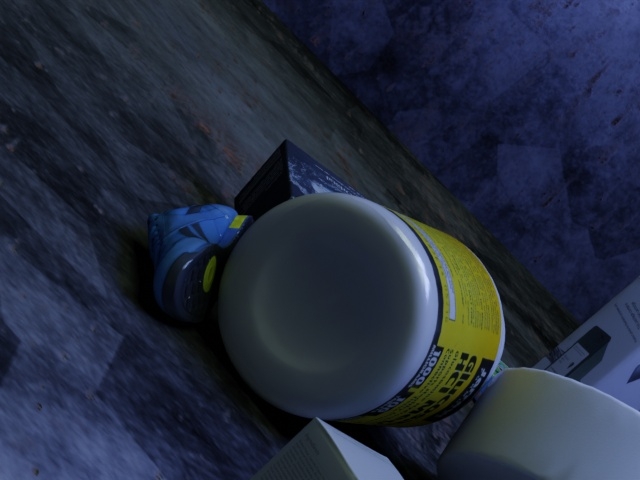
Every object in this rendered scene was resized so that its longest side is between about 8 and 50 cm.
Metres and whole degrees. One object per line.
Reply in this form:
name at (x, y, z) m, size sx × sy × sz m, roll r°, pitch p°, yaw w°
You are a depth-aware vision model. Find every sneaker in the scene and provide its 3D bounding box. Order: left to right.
sneaker at (-0.119, 0.015, 1.649) m, size 0.082 × 0.069 × 0.209 m, roll 15°, pitch 17°, yaw 8°

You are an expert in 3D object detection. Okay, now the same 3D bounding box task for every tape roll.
tape roll at (0.246, 0.237, 1.772) m, size 0.286 × 0.100 × 0.286 m, roll 32°, pitch -19°, yaw 12°

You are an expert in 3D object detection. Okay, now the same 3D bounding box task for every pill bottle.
pill bottle at (0.054, 0.070, 1.741) m, size 0.188 × 0.188 × 0.334 m, roll 50°, pitch 11°, yaw 19°

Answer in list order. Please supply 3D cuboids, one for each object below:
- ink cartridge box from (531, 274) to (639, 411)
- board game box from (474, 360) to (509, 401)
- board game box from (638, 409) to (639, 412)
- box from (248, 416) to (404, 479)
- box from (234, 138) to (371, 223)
ink cartridge box at (0.350, 0.196, 2.185) m, size 0.211 × 0.289 × 0.121 m, roll 42°, pitch 14°, yaw -24°
board game box at (0.253, 0.216, 2.421) m, size 0.211 × 0.039 × 0.160 m, roll 42°, pitch 11°, yaw -29°
board game box at (0.384, 0.323, 1.983) m, size 0.291 × 0.232 × 0.141 m, roll 47°, pitch 9°, yaw 0°
box at (0.015, 0.197, 1.368) m, size 0.101 × 0.087 × 0.102 m, roll 35°, pitch 15°, yaw -48°
box at (0.000, 0.000, 1.991) m, size 0.156 × 0.093 × 0.158 m, roll 36°, pitch 18°, yaw -17°
